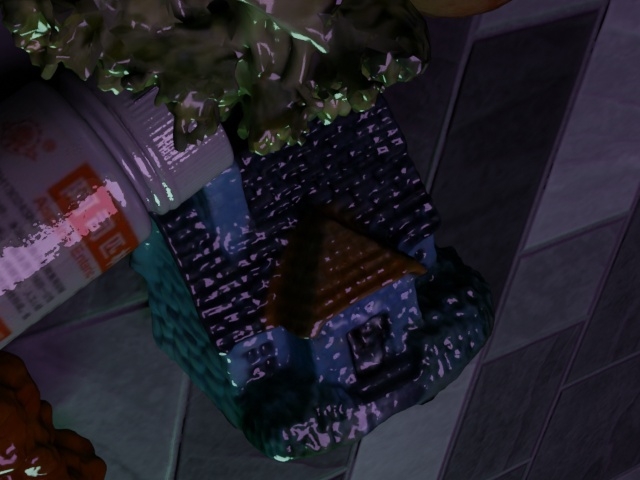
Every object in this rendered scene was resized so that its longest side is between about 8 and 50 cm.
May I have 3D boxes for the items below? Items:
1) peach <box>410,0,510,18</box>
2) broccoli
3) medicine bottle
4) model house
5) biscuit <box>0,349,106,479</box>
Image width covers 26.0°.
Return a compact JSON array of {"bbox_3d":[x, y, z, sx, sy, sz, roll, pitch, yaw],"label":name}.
[{"bbox_3d":[0.102,-0.268,1.021,0.233,0.232,0.232,-28,142,-24],"label":"peach"},{"bbox_3d":[-0.071,-0.222,0.800,0.277,0.338,0.317,-7,180,-6],"label":"broccoli"},{"bbox_3d":[-0.196,-0.034,0.980,0.252,0.144,0.144,-40,146,-13],"label":"medicine bottle"},{"bbox_3d":[0.000,0.000,1.151,0.261,0.226,0.241,-31,137,-23],"label":"model house"},{"bbox_3d":[-0.338,0.234,1.123,0.318,0.110,0.312,-40,142,-13],"label":"biscuit"}]
